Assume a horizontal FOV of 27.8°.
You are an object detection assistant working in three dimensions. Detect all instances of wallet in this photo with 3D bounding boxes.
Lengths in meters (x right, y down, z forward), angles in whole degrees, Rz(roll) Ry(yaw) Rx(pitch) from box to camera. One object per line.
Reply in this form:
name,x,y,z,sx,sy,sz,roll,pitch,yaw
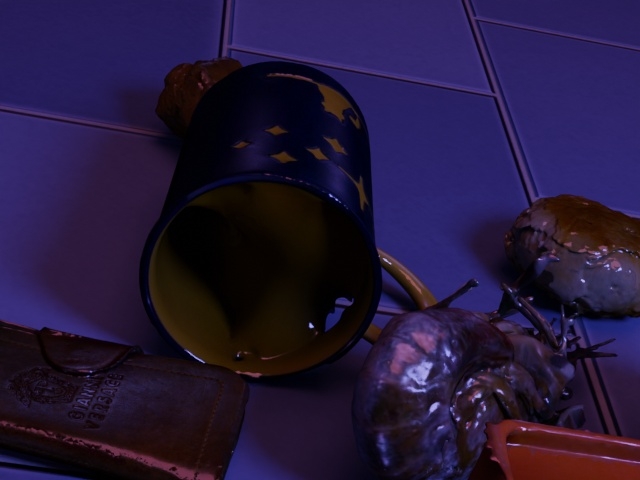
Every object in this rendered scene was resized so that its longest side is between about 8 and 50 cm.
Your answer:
wallet,-0.181,0.107,0.905,0.255,0.031,0.137,14,31,0

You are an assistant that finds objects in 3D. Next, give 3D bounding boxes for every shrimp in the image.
shrimp,0.131,0.090,0.969,0.116,0.145,0.343,-10,2,37

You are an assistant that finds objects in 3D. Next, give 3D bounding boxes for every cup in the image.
cup,-0.022,0.004,1.065,0.178,0.255,0.256,-22,25,14

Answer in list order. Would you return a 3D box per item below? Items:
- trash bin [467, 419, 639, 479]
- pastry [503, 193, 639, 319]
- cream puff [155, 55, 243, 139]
trash bin,0.099,0.213,0.640,0.184,0.238,0.161,8,31,-7
pastry,0.246,0.012,1.185,0.153,0.081,0.153,7,29,-4
cream puff,-0.103,-0.124,1.268,0.122,0.094,0.116,36,34,-8
